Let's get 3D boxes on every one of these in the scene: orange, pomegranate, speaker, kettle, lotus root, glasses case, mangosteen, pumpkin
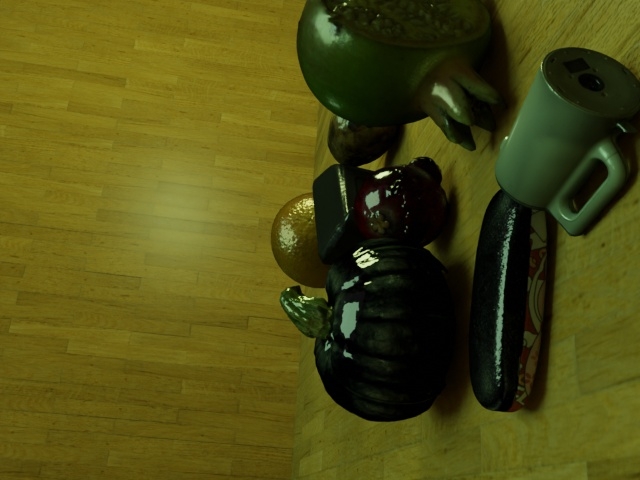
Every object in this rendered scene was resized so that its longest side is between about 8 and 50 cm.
[{"bbox_3d":[0.000,0.000,1.720,0.274,0.274,0.274,-173,90,-82],"label":"orange"},{"bbox_3d":[0.126,-0.266,1.003,0.358,0.310,0.216,55,144,21],"label":"pomegranate"},{"bbox_3d":[0.095,-0.080,1.472,0.388,0.180,0.184,-96,22,-56],"label":"speaker"},{"bbox_3d":[0.253,-0.100,0.649,0.098,0.127,0.148,-49,-16,-34],"label":"kettle"},{"bbox_3d":[0.102,-0.264,1.572,0.314,0.170,0.141,110,141,-68],"label":"lotus root"},{"bbox_3d":[0.220,0.067,0.759,0.103,0.067,0.266,159,119,-80],"label":"glasses case"},{"bbox_3d":[0.149,-0.068,1.130,0.180,0.166,0.166,-54,-15,-43],"label":"mangosteen"},{"bbox_3d":[0.073,0.138,1.015,0.296,0.296,0.295,-173,90,-82],"label":"pumpkin"}]
